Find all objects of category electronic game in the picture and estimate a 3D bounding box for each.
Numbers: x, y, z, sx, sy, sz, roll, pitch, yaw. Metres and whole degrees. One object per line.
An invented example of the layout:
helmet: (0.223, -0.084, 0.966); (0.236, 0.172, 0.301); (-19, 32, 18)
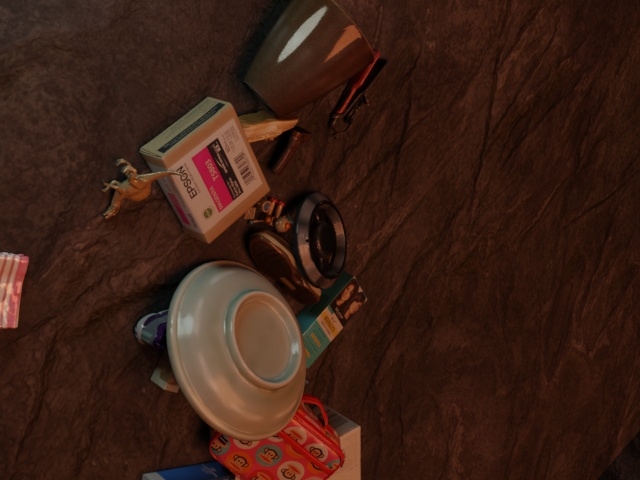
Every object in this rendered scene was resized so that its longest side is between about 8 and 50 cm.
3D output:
electronic game: (0.000, 0.000, 2.027); (0.229, 0.048, 0.229); (18, 69, -59)

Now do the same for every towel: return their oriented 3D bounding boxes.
towel: (-0.620, 0.091, 1.516); (0.197, 0.029, 0.144); (3, 104, -45)

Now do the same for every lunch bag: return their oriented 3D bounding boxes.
lunch bag: (-0.090, 0.466, 2.022); (0.258, 0.120, 0.293); (-42, 112, 14)

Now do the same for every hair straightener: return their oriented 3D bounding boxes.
hair straightener: (0.095, -0.335, 2.031); (0.089, 0.047, 0.230); (34, 82, -46)

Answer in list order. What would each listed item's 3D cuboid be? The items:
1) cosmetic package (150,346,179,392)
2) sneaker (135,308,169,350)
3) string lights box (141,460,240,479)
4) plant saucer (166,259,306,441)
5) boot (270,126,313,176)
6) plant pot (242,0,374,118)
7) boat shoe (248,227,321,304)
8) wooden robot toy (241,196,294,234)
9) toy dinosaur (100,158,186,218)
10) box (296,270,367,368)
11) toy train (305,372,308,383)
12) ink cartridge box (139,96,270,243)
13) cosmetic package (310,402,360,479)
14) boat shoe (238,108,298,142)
cosmetic package: (-0.317, 0.266, 1.866); (0.041, 0.060, 0.115); (27, 86, -47)
sneaker: (-0.280, 0.175, 1.836); (0.223, 0.098, 0.083); (-29, 125, -33)
string lights box: (-0.301, 0.604, 2.011); (0.259, 0.077, 0.133); (4, 104, -45)
plant saucer: (-0.146, 0.221, 1.836); (0.400, 0.100, 0.400); (27, 51, -40)
boot: (-0.066, -0.199, 1.938); (0.114, 0.037, 0.106); (-62, 164, 15)
plant pot: (-0.045, -0.373, 1.786); (0.230, 0.215, 0.215); (-44, 134, -3)
boat shoe: (-0.080, 0.044, 2.003); (0.257, 0.095, 0.095); (54, 39, -41)
wooden robot toy: (-0.100, -0.053, 1.933); (0.173, 0.079, 0.076); (21, 92, -47)
toy dinosaur: (-0.356, -0.115, 1.650); (0.183, 0.053, 0.092); (-30, 131, 12)
box: (0.008, 0.197, 2.158); (0.244, 0.060, 0.100); (-48, 134, -19)
toy train: (-0.114, 0.306, 2.046); (0.105, 0.080, 0.184); (-33, 135, 17)
ink cartridge box: (-0.231, -0.143, 1.761); (0.193, 0.088, 0.235); (-44, 133, -24)
cosmetic package: (0.002, 0.557, 2.236); (0.151, 0.151, 0.184); (-20, 119, -38)
boat shoe: (-0.119, -0.244, 1.854); (0.170, 0.063, 0.059); (-16, 133, -43)
